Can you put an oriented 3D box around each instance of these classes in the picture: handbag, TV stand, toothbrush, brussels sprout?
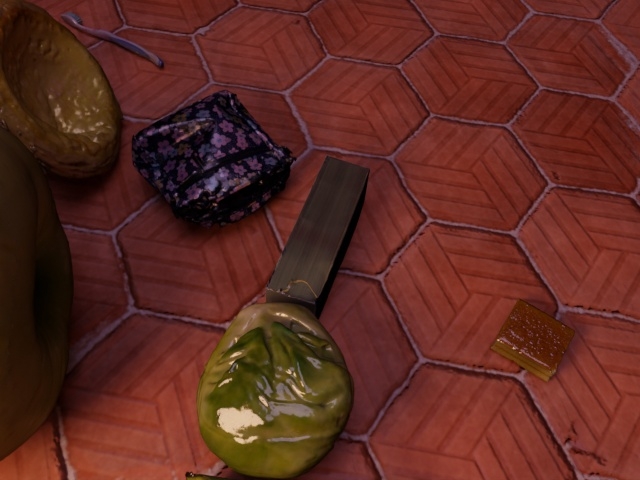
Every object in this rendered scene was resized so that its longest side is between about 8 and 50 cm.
[{"bbox_3d":[-0.170,-0.127,1.012,0.228,0.127,0.208,-31,69,-23],"label":"handbag"},{"bbox_3d":[0.000,0.000,0.957,0.082,0.088,0.270,19,56,8],"label":"TV stand"},{"bbox_3d":[-0.422,-0.408,1.253,0.269,0.021,0.027,29,64,15],"label":"toothbrush"},{"bbox_3d":[-0.058,0.192,0.781,0.223,0.161,0.223,-7,42,6],"label":"brussels sprout"}]

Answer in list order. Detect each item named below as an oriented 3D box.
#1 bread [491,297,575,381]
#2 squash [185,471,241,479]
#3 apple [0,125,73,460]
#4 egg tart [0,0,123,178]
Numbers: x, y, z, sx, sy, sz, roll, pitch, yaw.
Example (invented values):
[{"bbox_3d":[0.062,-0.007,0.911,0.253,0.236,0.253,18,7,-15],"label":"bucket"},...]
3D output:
[{"bbox_3d":[0.313,0.144,0.910,0.094,0.035,0.090,31,59,17],"label":"bread"},{"bbox_3d":[-0.021,0.343,0.702,0.287,0.137,0.137,5,55,-3],"label":"squash"},{"bbox_3d":[-0.500,0.062,0.668,0.472,0.474,0.474,2,55,-2],"label":"apple"},{"bbox_3d":[-0.455,-0.233,1.003,0.120,0.315,0.315,-19,53,19],"label":"egg tart"}]
